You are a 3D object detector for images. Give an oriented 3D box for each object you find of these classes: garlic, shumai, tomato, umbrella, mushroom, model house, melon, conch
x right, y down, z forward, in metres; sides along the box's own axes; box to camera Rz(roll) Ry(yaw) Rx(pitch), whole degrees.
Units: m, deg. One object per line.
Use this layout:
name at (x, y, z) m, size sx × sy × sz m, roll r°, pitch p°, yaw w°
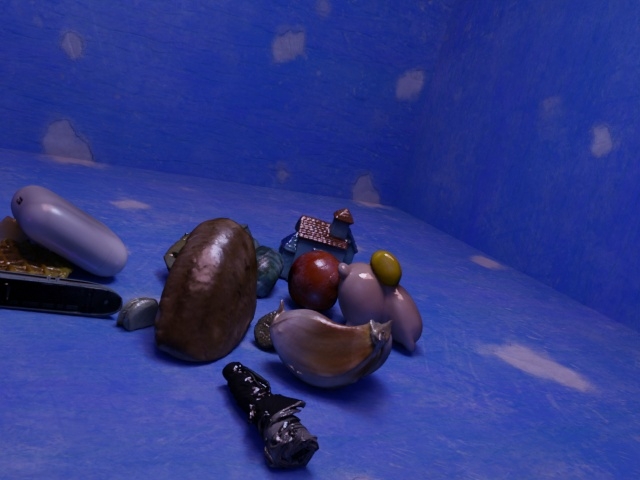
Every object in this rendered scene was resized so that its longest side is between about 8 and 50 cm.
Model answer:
garlic at (0.037, 0.275, 1.703) m, size 0.313 × 0.249 × 0.286 m, roll -1°, pitch 25°, yaw 20°
shumai at (-0.130, 0.266, 1.832) m, size 0.123 × 0.087 × 0.099 m, roll -35°, pitch 56°, yaw -13°
tomato at (-0.020, 0.136, 2.175) m, size 0.184 × 0.208 × 0.208 m, roll 13°, pitch 14°, yaw 11°
umbrella at (-0.128, 0.361, 1.403) m, size 0.113 × 0.106 × 0.357 m, roll 2°, pitch 19°, yaw -32°
mushroom at (-0.303, 0.140, 1.727) m, size 0.224 × 0.314 × 0.397 m, roll 13°, pitch 19°, yaw 4°
model house at (0.000, 0.000, 2.472) m, size 0.294 × 0.329 × 0.252 m, roll 15°, pitch 17°, yaw -7°
melon at (-0.938, -0.014, 2.043) m, size 0.202 × 0.093 × 0.139 m, roll 22°, pitch 7°, yaw 7°
conch at (-0.237, 0.084, 2.252) m, size 0.220 × 0.195 × 0.277 m, roll -9°, pitch 59°, yaw -44°

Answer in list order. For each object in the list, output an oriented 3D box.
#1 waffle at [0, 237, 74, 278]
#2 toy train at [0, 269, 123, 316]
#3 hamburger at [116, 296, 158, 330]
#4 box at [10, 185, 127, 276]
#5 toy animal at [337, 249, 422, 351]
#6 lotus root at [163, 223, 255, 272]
waffle at (-0.885, 0.065, 1.834) m, size 0.324 × 0.068 × 0.302 m, roll 14°, pitch 14°, yaw 4°
toy train at (-0.735, 0.138, 1.682) m, size 0.406 × 0.087 × 0.088 m, roll 10°, pitch 9°, yaw -21°
hamburger at (-0.488, 0.192, 1.722) m, size 0.054 × 0.084 × 0.121 m, roll 23°, pitch 14°, yaw 35°
box at (-0.770, -0.028, 1.952) m, size 0.349 × 0.141 × 0.288 m, roll 39°, pitch -8°, yaw -38°
toy animal at (0.169, 0.214, 2.108) m, size 0.246 × 0.345 × 0.277 m, roll -23°, pitch 2°, yaw -12°
lotus root at (-0.383, 0.078, 2.108) m, size 0.260 × 0.149 × 0.267 m, roll -4°, pitch 33°, yaw 26°
